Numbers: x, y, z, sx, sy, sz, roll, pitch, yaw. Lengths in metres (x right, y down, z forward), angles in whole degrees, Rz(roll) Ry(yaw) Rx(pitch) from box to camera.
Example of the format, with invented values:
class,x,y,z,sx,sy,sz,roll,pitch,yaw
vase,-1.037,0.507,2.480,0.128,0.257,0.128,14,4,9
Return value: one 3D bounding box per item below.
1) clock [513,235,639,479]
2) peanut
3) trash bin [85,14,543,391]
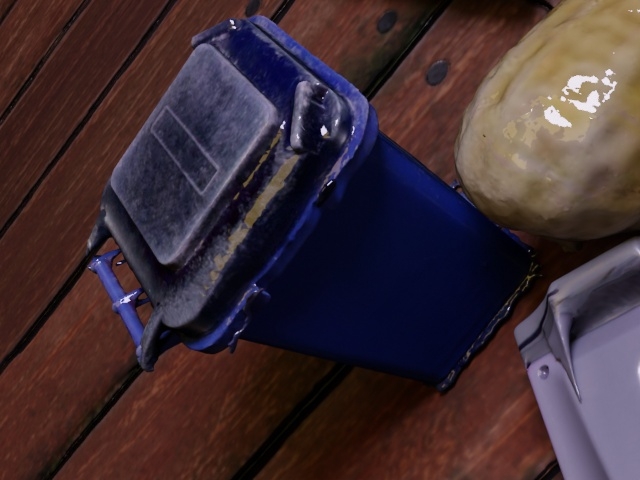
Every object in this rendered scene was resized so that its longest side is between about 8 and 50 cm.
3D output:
class,x,y,z,sx,sy,sz,roll,pitch,yaw
clock,0.219,0.066,0.457,0.253,0.083,0.186,-35,51,28
peanut,0.173,-0.083,0.519,0.224,0.129,0.129,-43,44,-4
trash bin,0.000,0.000,0.590,0.184,0.234,0.162,-54,43,12
